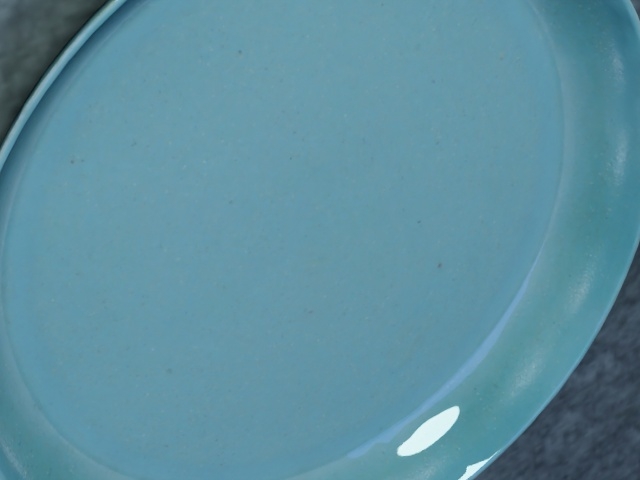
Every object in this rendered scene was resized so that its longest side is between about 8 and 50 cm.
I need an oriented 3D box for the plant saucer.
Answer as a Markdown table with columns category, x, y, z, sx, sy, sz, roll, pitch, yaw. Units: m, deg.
| category | x | y | z | sx | sy | sz | roll | pitch | yaw |
| --- | --- | --- | --- | --- | --- | --- | --- | --- | --- |
| plant saucer | 0.000 | 0.000 | 0.637 | 0.318 | 0.044 | 0.317 | -17 | 126 | -24 |
